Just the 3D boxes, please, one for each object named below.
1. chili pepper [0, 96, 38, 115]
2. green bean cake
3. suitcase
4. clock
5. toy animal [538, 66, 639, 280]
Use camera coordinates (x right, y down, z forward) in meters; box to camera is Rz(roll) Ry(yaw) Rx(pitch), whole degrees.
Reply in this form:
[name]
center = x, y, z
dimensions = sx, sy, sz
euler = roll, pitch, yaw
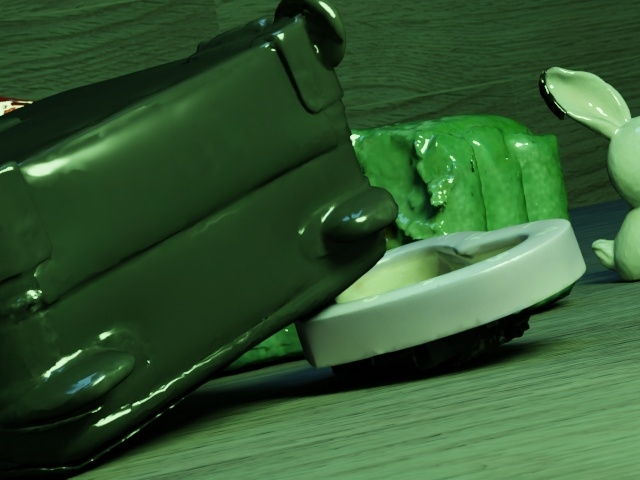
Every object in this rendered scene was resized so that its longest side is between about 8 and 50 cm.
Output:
[chili pepper]
center = -0.215, -0.085, 1.346
dimensions = 0.268, 0.050, 0.059
euler = 7, 2, -32
[green bean cake]
center = 0.000, 0.000, 1.373
dimensions = 0.308, 0.169, 0.300
euler = -7, 3, 44
[suitcase]
center = -0.168, 0.003, 1.077
dimensions = 0.339, 0.188, 0.345
euler = -7, 19, 43
[clock]
center = 0.062, 0.046, 1.118
dimensions = 0.172, 0.064, 0.198
euler = -26, 9, -35
[toy animal]
center = 0.253, -0.060, 1.462
dimensions = 0.127, 0.182, 0.131
euler = -10, 1, 11
